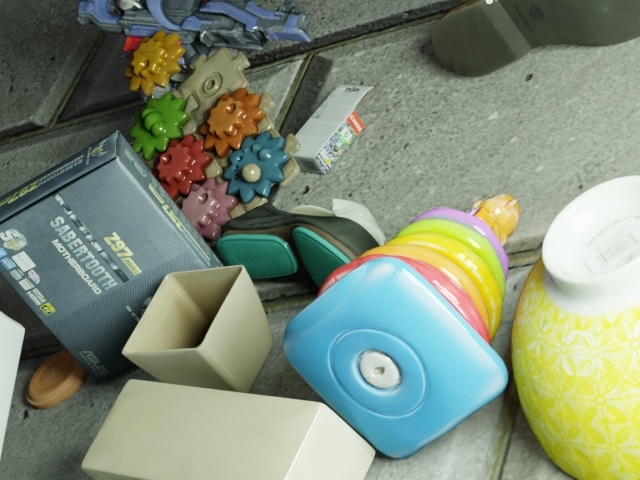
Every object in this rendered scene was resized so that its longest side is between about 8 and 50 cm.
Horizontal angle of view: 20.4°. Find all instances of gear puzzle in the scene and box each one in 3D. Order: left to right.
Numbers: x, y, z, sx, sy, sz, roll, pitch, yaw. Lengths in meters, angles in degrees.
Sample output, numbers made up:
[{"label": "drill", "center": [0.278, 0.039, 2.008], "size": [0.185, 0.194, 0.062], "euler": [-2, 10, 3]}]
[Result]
[{"label": "gear puzzle", "center": [-0.148, -0.144, 2.056], "size": [0.175, 0.044, 0.339], "euler": [-41, 48, 11]}]

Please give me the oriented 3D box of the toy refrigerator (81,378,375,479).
[{"label": "toy refrigerator", "center": [-0.086, 0.202, 1.621], "size": [0.270, 0.094, 0.102], "euler": [1, 55, 46]}]

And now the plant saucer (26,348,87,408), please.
[{"label": "plant saucer", "center": [-0.291, 0.150, 1.957], "size": [0.083, 0.013, 0.083], "euler": [-25, 35, 19]}]

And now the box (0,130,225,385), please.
[{"label": "box", "center": [-0.220, 0.022, 1.844], "size": [0.183, 0.232, 0.059], "euler": [-28, 31, 13]}]

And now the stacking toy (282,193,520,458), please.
[{"label": "stacking toy", "center": [0.113, 0.035, 1.604], "size": [0.175, 0.166, 0.302], "euler": [-41, 6, 42]}]

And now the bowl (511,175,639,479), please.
[{"label": "bowl", "center": [0.262, 0.041, 1.425], "size": [0.289, 0.156, 0.289], "euler": [-26, 34, 19]}]

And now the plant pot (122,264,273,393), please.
[{"label": "plant pot", "center": [-0.111, 0.100, 1.767], "size": [0.109, 0.096, 0.109], "euler": [-7, 42, 40]}]

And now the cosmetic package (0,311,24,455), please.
[{"label": "cosmetic package", "center": [-0.446, 0.240, 1.756], "size": [0.217, 0.156, 0.385], "euler": [-13, 59, 29]}]

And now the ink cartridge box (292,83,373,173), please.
[{"label": "ink cartridge box", "center": [0.013, -0.126, 1.998], "size": [0.063, 0.029, 0.115], "euler": [11, 54, 50]}]

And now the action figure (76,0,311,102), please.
[{"label": "action figure", "center": [-0.111, -0.285, 2.242], "size": [0.341, 0.178, 0.330], "euler": [17, 67, 32]}]

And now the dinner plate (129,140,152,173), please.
[{"label": "dinner plate", "center": [-0.224, -0.083, 2.184], "size": [0.141, 0.017, 0.141], "euler": [-25, 34, 18]}]

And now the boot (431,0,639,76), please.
[{"label": "boot", "center": [0.262, -0.265, 1.871], "size": [0.305, 0.112, 0.115], "euler": [-11, 30, 39]}]

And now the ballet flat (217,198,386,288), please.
[{"label": "ballet flat", "center": [0.000, 0.000, 1.796], "size": [0.096, 0.095, 0.280], "euler": [-39, 30, -25]}]
